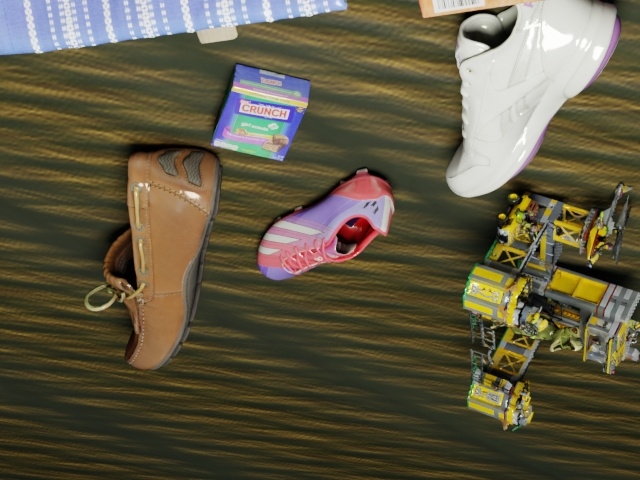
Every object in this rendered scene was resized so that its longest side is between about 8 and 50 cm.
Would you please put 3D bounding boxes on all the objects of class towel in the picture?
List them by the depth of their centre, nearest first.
[{"bbox_3d":[-0.158,-0.293,1.087,0.336,0.040,0.243,-5,107,14],"label":"towel"}]

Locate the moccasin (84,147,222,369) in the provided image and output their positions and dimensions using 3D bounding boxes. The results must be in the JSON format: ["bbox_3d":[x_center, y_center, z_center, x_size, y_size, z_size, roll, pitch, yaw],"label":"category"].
[{"bbox_3d":[-0.224,0.033,1.657,0.147,0.139,0.380,9,142,-8],"label":"moccasin"}]

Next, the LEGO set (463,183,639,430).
[{"bbox_3d":[0.314,0.101,1.632,0.192,0.255,0.331,19,136,23],"label":"LEGO set"}]

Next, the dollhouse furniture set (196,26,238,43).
[{"bbox_3d":[-0.048,-0.266,1.216,0.129,0.183,0.129,-6,143,10],"label":"dollhouse furniture set"}]

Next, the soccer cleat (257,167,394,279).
[{"bbox_3d":[0.000,0.000,1.642,0.083,0.095,0.248,28,135,-31],"label":"soccer cleat"}]

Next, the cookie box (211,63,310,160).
[{"bbox_3d":[-0.071,-0.148,1.493,0.092,0.040,0.107,12,141,-12],"label":"cookie box"}]

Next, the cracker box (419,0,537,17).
[{"bbox_3d":[0.156,-0.306,1.117,0.156,0.232,0.067,-6,144,10],"label":"cracker box"}]

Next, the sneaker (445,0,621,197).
[{"bbox_3d":[0.199,-0.173,1.419,0.152,0.114,0.305,25,135,-8],"label":"sneaker"}]
